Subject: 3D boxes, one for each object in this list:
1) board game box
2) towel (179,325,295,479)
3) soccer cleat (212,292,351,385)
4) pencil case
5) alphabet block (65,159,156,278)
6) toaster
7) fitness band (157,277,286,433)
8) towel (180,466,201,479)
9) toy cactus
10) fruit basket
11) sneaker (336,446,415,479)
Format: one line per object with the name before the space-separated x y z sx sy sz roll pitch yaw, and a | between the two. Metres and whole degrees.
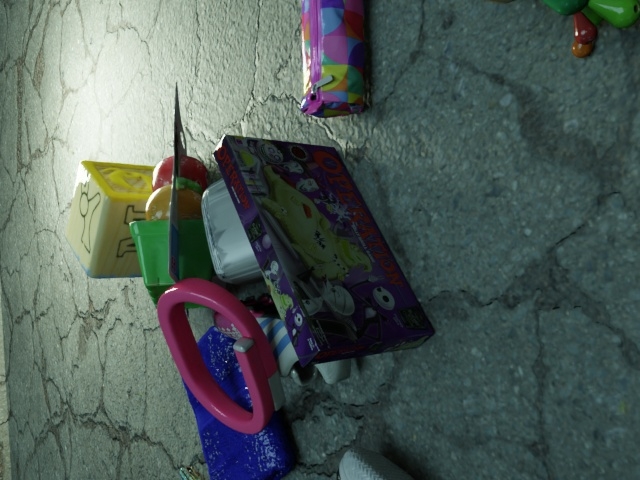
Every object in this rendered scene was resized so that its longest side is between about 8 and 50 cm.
board game box | 0.000 0.000 0.867 0.056 0.208 0.347 -47 56 35
towel | -0.171 0.321 1.166 0.227 0.076 0.308 -51 53 37
soccer cleat | -0.074 0.166 1.026 0.331 0.116 0.143 -6 96 53
pencil case | 0.018 -0.298 0.933 0.104 0.104 0.236 -3 86 50
alphabet block | -0.432 -0.047 1.388 0.192 0.193 0.197 41 120 40
toaster | -0.097 -0.019 1.014 0.146 0.129 0.227 -20 77 23
fitness band | -0.163 0.191 1.005 0.209 0.054 0.290 12 127 34
towel | -0.216 0.634 1.195 0.370 0.040 0.271 12 98 60
toy cactus | 0.218 -0.266 0.647 0.112 0.180 0.219 107 146 -49
fruit basket | -0.248 -0.057 1.166 0.327 0.165 0.353 112 162 -68
sneaker | 0.104 0.442 0.755 0.210 0.137 0.366 -58 41 3
